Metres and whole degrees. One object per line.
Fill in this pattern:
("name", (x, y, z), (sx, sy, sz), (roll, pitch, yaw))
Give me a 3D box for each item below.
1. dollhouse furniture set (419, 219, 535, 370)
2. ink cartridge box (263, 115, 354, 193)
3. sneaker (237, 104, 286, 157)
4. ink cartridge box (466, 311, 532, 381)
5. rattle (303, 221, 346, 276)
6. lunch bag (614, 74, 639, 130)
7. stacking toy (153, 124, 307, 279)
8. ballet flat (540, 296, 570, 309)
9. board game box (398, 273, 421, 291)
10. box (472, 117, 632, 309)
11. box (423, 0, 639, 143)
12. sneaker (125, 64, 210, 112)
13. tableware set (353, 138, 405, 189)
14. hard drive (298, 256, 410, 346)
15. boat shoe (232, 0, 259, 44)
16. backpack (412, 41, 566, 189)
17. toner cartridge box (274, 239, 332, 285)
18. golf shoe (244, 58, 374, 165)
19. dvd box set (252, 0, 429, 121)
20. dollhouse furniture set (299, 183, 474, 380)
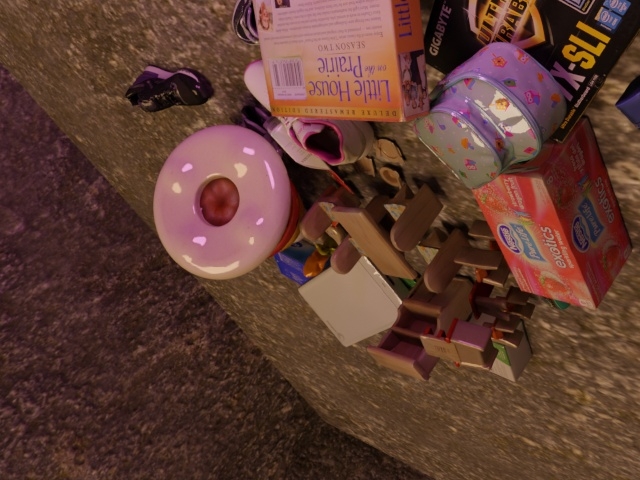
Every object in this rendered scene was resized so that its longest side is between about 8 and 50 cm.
("dollhouse furniture set", (0.319, 0.124, 1.388), (0.135, 0.259, 0.262), (11, 144, 35))
("ink cartridge box", (-0.033, -0.186, 1.550), (0.225, 0.056, 0.181), (49, -178, -18))
("sneaker", (-0.187, -0.282, 1.685), (0.228, 0.086, 0.132), (15, 143, 29))
("ink cartridge box", (0.397, 0.239, 1.703), (0.219, 0.093, 0.160), (21, 151, 40))
("rattle", (0.000, 0.000, 1.839), (0.130, 0.142, 0.200), (57, 166, 8))
("lunch bag", (0.434, -0.181, 0.872), (0.065, 0.067, 0.098), (42, 159, -4))
("stacking toy", (-0.152, -0.076, 1.714), (0.350, 0.351, 0.480), (31, -171, 21))
("ballet flat", (0.438, 0.065, 1.350), (0.070, 0.070, 0.188), (13, 142, 49))
("board game box", (0.239, 0.151, 1.880), (0.136, 0.030, 0.260), (43, 158, -1))
("box", (0.377, -0.045, 1.122), (0.154, 0.142, 0.300), (15, 147, 49))
("box", (0.277, -0.300, 0.888), (0.257, 0.079, 0.322), (34, 157, 11))
("sneaker", (-0.403, -0.373, 1.784), (0.283, 0.124, 0.107), (18, 150, 43))
("tableware set", (0.115, -0.176, 1.464), (0.168, 0.020, 0.141), (25, 153, 35))
("hard drive", (0.099, 0.162, 1.919), (0.233, 0.047, 0.353), (50, 144, -2))
("boat shoe", (-0.100, -0.409, 1.252), (0.108, 0.102, 0.301), (50, 156, -23))
("backpack", (0.230, -0.168, 0.930), (0.166, 0.144, 0.188), (47, 154, -3))
("toner cartridge box", (0.011, 0.107, 2.102), (0.347, 0.075, 0.165), (28, 154, 27))
("golf shoe", (-0.036, -0.258, 1.365), (0.306, 0.140, 0.115), (35, 124, 6))
("dvd box set", (0.005, -0.379, 0.941), (0.307, 0.062, 0.421), (14, 119, 51))
("dollhouse furniture set", (0.153, 0.090, 1.566), (0.394, 0.256, 0.362), (48, 159, -27))
